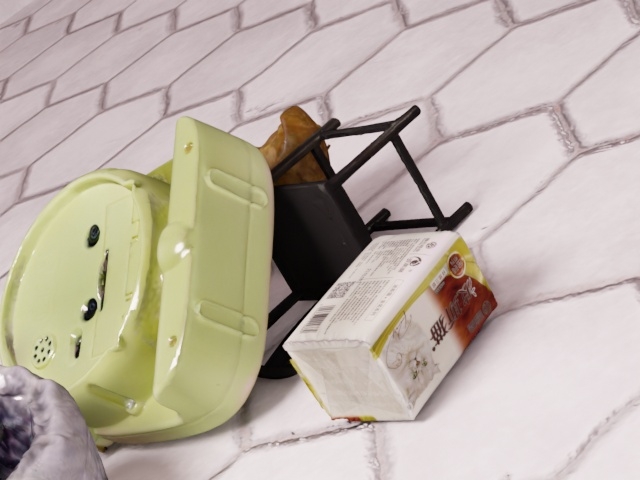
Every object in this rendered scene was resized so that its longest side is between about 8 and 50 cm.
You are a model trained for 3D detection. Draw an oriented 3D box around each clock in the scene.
[{"bbox_3d":[-0.196,0.058,1.706,0.348,0.117,0.286,-21,57,41],"label":"clock"}]

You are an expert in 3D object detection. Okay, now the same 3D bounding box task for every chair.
[{"bbox_3d":[0.000,0.000,1.702,0.260,0.141,0.154,-43,23,-32],"label":"chair"}]

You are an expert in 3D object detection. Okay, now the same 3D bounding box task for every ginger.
[{"bbox_3d":[-0.085,-0.041,1.907,0.107,0.133,0.309,-2,-15,-35],"label":"ginger"}]

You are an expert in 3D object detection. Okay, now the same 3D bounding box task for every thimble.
[{"bbox_3d":[-0.291,0.227,1.497,0.217,0.157,0.245,-3,36,18],"label":"thimble"}]

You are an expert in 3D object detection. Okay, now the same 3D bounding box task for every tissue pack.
[{"bbox_3d":[0.062,0.074,1.498,0.106,0.099,0.149,-5,34,46],"label":"tissue pack"}]
